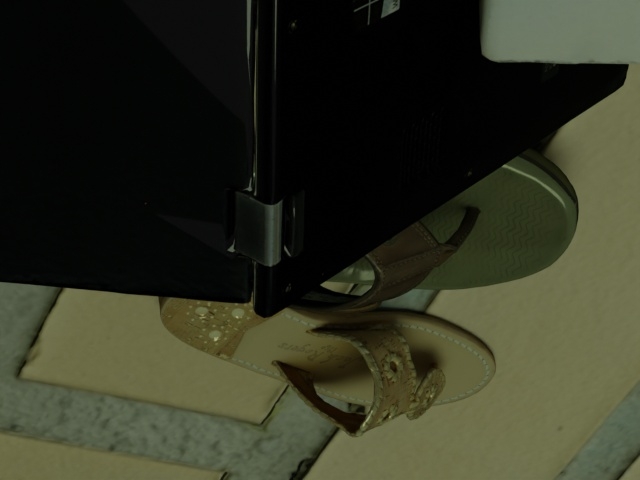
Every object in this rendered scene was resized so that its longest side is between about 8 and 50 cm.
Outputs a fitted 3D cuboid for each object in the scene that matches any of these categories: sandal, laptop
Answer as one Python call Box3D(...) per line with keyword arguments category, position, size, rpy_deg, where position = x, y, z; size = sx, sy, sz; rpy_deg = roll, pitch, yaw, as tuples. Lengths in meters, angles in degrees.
Box3D(category="sandal", position=(-0.001, 0.001, 1.089), size=(0.303, 0.086, 0.120), rpy_deg=(0, 135, -9))
Box3D(category="laptop", position=(-0.063, -0.191, 0.749), size=(0.408, 0.236, 0.382), rpy_deg=(-32, 137, -39))
Box3D(category="sandal", position=(0.008, 0.087, 1.182), size=(0.240, 0.079, 0.088), rpy_deg=(20, 129, -27))

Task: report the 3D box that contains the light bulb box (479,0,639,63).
Box3D(category="light bulb box", position=(0.225, -0.236, 0.486), size=(0.358, 0.225, 0.361), rpy_deg=(3, 138, 4))
